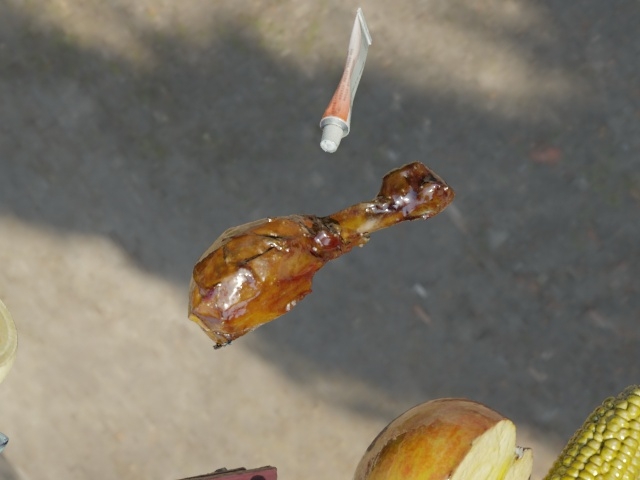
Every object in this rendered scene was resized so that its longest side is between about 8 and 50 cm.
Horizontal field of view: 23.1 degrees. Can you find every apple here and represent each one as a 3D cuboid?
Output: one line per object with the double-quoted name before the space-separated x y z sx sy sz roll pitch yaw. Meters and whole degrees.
"apple" 0.137 0.315 1.997 0.163 0.251 0.293 24 155 28

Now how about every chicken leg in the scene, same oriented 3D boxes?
"chicken leg" 0.000 0.000 1.457 0.093 0.304 0.113 58 149 8

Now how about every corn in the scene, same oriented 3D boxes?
"corn" 0.347 0.345 2.059 0.130 0.347 0.130 30 162 11

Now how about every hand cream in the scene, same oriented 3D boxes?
"hand cream" 0.034 -0.201 1.986 0.038 0.216 0.052 18 144 -4

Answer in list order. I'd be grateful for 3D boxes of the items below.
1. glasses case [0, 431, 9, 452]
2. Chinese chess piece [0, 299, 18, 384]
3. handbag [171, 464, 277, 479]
"glasses case" -0.258 0.167 0.773 0.056 0.105 0.266 50 128 11
"Chinese chess piece" -0.301 0.076 1.245 0.122 0.122 0.051 46 121 10
"handbag" -0.107 0.308 1.370 0.074 0.216 0.203 -7 85 42
